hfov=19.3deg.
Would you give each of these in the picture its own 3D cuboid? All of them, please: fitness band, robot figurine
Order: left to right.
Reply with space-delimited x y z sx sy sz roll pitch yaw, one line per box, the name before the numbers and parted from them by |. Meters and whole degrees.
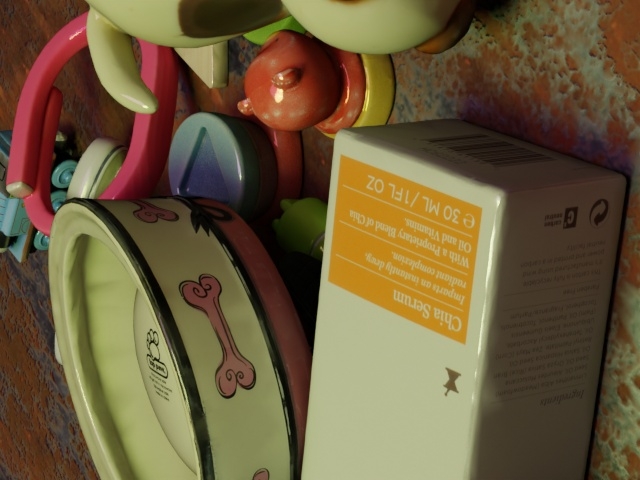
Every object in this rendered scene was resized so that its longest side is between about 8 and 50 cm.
fitness band | -0.258 -0.135 2.134 0.209 0.054 0.290 -14 59 32
robot figurine | 0.000 0.000 1.928 0.115 0.067 0.101 40 113 40

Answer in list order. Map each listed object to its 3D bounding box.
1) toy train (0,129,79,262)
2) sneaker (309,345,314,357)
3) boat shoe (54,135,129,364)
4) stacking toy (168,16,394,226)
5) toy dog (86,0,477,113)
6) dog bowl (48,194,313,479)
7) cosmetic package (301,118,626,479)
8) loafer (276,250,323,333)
toy train | -0.369 -0.058 2.344 0.080 0.105 0.184 48 130 36
sneaker | -0.048 0.155 2.031 0.170 0.068 0.071 -11 101 60
boat shoe | -0.246 0.025 2.230 0.094 0.109 0.302 17 114 22
stacking toy | -0.090 -0.170 1.963 0.309 0.130 0.279 -47 60 43
toy dog | -0.043 -0.299 1.730 0.408 0.284 0.395 16 75 38
dog bowl | -0.136 0.136 1.915 0.408 0.150 0.408 48 146 47
cosmetic package | 0.119 0.135 1.730 0.230 0.162 0.453 23 114 47
loafer | 0.013 0.084 1.887 0.170 0.062 0.061 48 147 -5
